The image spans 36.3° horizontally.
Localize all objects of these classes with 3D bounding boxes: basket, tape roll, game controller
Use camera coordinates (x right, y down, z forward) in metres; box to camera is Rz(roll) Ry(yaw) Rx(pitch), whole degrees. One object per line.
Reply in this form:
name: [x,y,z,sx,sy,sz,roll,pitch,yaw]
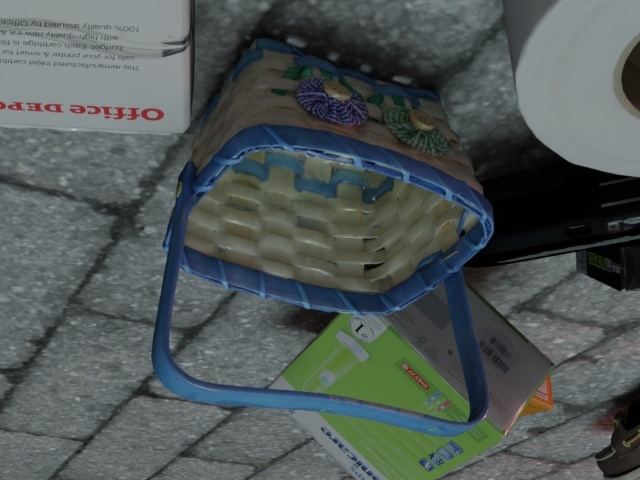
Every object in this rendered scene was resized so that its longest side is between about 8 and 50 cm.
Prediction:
basket: [0.000,0.000,0.747,0.255,0.288,0.201,13,148,-25]
tape roll: [0.272,-0.158,0.669,0.286,0.100,0.286,0,150,0]
game controller: [0.273,-0.035,0.845,0.319,0.166,0.067,-12,113,18]

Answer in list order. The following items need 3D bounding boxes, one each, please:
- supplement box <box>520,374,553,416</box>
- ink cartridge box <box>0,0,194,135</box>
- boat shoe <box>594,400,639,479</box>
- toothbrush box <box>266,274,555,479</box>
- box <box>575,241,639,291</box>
supplement box: [0.210,0.168,1.267,0.078,0.080,0.233,-23,142,35]
ink cartridge box: [-0.167,-0.178,0.619,0.172,0.100,0.237,2,149,-6]
boat shoe: [0.496,0.279,1.452,0.117,0.096,0.324,-34,167,-26]
toothbrush box: [0.089,0.157,1.103,0.206,0.122,0.283,43,142,4]
box: [0.337,0.011,0.866,0.184,0.045,0.190,-2,-176,3]
